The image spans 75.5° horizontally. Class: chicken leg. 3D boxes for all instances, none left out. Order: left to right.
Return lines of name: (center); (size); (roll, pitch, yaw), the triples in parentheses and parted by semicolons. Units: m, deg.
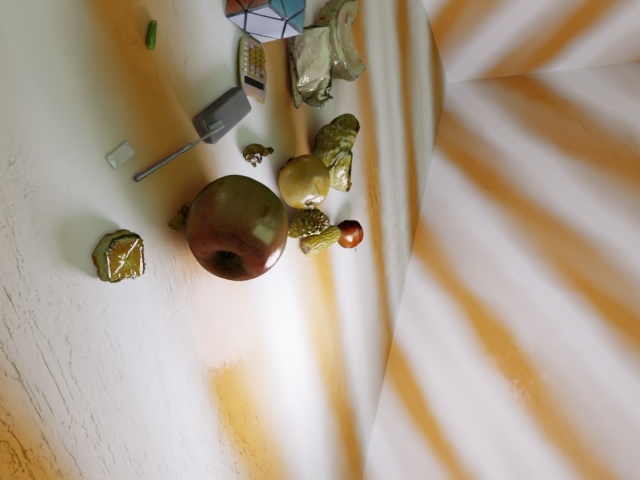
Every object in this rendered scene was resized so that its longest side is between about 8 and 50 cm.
chicken leg: (-0.238, -0.338, 1.624); (0.178, 0.070, 0.093); (-40, 134, -61)

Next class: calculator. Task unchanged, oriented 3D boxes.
calculator: (-0.259, -0.647, 1.562); (0.157, 0.033, 0.236); (-1, 94, -58)

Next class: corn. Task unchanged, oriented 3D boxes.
corn: (0.000, 0.000, 2.034); (0.293, 0.106, 0.106); (-29, 119, -50)

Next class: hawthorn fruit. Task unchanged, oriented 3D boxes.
hawthorn fruit: (0.161, -0.019, 2.230); (0.157, 0.157, 0.194); (-54, 135, -40)

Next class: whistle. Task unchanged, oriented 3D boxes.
whistle: (-0.444, -0.075, 1.347); (0.057, 0.046, 0.109); (52, 45, -30)

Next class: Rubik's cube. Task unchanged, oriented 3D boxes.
Rubik's cube: (-0.188, -0.861, 1.475); (0.205, 0.207, 0.205); (8, 87, -59)

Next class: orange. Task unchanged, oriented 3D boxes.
orange: (0.071, -0.422, 1.947); (0.271, 0.210, 0.368); (162, -61, -83)

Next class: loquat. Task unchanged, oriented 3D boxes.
loquat: (-0.073, -0.255, 1.760); (0.244, 0.244, 0.243); (-15, 107, -57)

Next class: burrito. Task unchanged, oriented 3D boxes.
burrito: (-0.051, -0.736, 1.769); (0.190, 0.135, 0.331); (-11, 112, -20)

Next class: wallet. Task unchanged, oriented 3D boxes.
wallet: (-0.559, -0.240, 1.159); (0.083, 0.011, 0.044); (-58, 140, -37)

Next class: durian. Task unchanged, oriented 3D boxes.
durian: (-0.059, -0.084, 1.831); (0.250, 0.183, 0.137); (-144, -128, -74)

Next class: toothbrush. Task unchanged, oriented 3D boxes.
toothbrush: (-0.433, -0.286, 1.286); (0.354, 0.024, 0.029); (-45, 127, -31)

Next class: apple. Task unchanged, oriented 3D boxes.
apple: (-0.274, -0.046, 1.380); (0.305, 0.339, 0.338); (-82, 155, -44)

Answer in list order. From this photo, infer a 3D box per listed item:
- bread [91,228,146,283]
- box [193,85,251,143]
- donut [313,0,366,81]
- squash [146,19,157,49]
bread: (-0.560, 0.045, 1.150); (0.128, 0.069, 0.140); (-25, 119, -53)
box: (-0.337, -0.440, 1.445); (0.243, 0.055, 0.103); (-56, 140, -36)
donut: (0.089, -0.944, 1.962); (0.307, 0.150, 0.371); (-39, 127, -49)
squash: (-0.489, -0.599, 1.201); (0.027, 0.027, 0.089); (7, 87, -59)
